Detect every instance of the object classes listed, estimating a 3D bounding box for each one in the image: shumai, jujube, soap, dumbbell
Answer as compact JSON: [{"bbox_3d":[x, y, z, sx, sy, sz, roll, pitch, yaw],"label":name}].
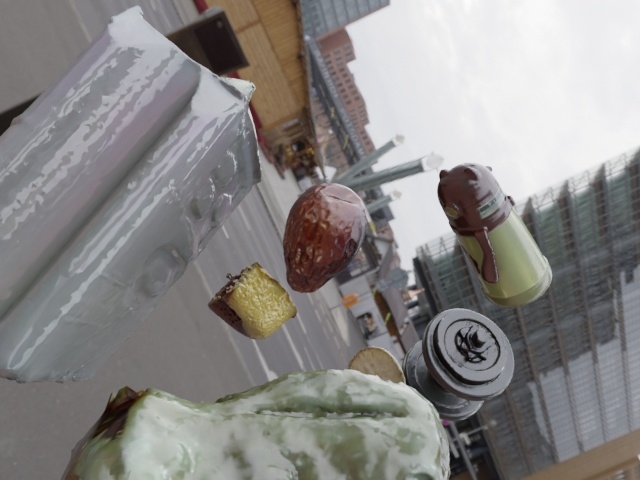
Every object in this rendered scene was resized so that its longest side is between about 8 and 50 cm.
[{"bbox_3d":[-0.036,0.181,0.362,0.222,0.260,0.225,58,8,-47],"label":"shumai"},{"bbox_3d":[0.000,0.000,1.084,0.168,0.167,0.237,-112,-144,-50],"label":"jujube"},{"bbox_3d":[-0.290,-0.037,0.749,0.212,0.435,0.350,36,-17,3],"label":"soap"},{"bbox_3d":[0.280,0.260,1.110,0.290,0.191,0.192,106,-33,-54],"label":"dumbbell"}]

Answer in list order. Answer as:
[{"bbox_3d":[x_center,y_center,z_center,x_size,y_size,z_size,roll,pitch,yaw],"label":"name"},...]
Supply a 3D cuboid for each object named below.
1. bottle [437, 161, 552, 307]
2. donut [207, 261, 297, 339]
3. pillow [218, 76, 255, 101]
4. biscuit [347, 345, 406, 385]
[{"bbox_3d":[0.107,-0.006,0.345,0.101,0.047,0.063,53,3,-23],"label":"bottle"},{"bbox_3d":[-0.125,0.116,0.958,0.141,0.085,0.217,44,-23,-4],"label":"donut"},{"bbox_3d":[-0.212,-0.212,1.041,0.051,0.128,0.230,36,68,-82],"label":"pillow"},{"bbox_3d":[0.115,0.300,1.139,0.020,0.152,0.152,7,53,-50],"label":"biscuit"}]
